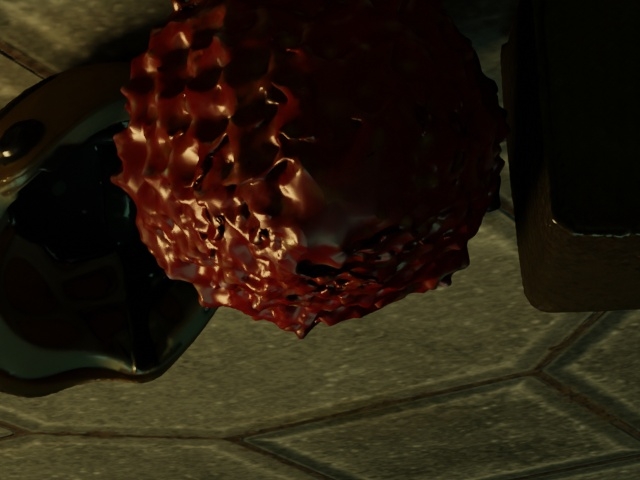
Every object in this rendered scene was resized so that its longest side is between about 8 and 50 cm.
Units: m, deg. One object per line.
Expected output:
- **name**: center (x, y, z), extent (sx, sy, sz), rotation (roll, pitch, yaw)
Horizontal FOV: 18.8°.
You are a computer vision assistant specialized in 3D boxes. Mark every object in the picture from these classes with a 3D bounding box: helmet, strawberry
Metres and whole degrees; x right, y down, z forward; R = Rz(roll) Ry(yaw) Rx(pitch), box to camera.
- **helmet**: center (-0.140, -0.019, 1.171), extent (0.224, 0.130, 0.198), rotation (-33, 129, -7)
- **strawberry**: center (0.007, -0.032, 1.025), extent (0.234, 0.234, 0.178), rotation (0, -163, -7)

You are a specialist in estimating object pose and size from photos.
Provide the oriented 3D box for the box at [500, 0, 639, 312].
- **box**: center (0.247, -0.068, 1.077), extent (0.273, 0.184, 0.143), rotation (-1, 161, -2)
